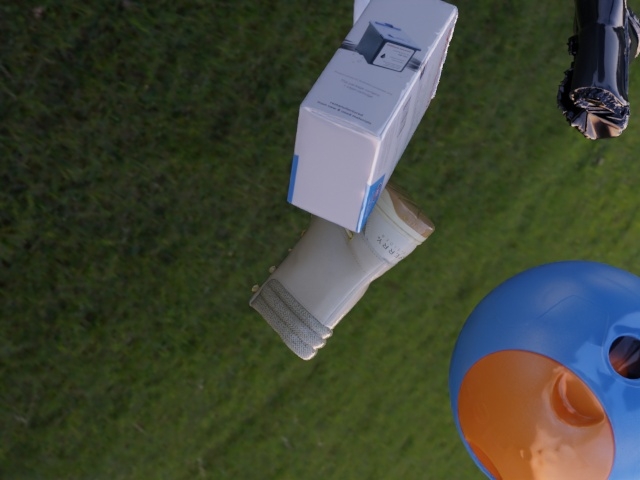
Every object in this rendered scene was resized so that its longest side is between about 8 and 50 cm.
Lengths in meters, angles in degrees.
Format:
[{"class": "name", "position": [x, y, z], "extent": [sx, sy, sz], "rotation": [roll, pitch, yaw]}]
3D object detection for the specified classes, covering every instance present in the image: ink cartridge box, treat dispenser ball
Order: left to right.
[{"class": "ink cartridge box", "position": [0.048, -0.126, 0.987], "extent": [0.139, 0.082, 0.190], "rotation": [101, 14, -53]}, {"class": "treat dispenser ball", "position": [0.291, 0.166, 1.209], "extent": [0.288, 0.288, 0.288], "rotation": [-30, 135, -35]}]

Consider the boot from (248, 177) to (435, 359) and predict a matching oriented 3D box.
[{"class": "boot", "position": [0.000, 0.000, 1.159], "extent": [0.095, 0.262, 0.203], "rotation": [35, 99, -30]}]

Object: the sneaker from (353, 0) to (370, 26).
[{"class": "sneaker", "position": [0.104, -0.304, 1.706], "extent": [0.258, 0.091, 0.094], "rotation": [77, 11, -45]}]

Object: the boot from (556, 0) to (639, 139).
[{"class": "boot", "position": [0.383, -0.229, 1.451], "extent": [0.246, 0.094, 0.207], "rotation": [44, 52, -63]}]
